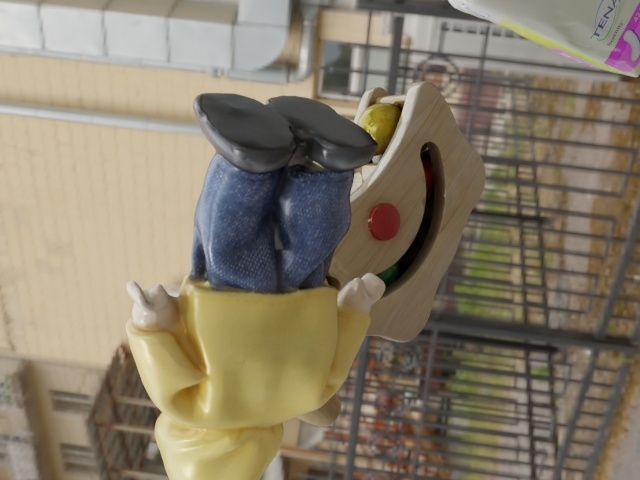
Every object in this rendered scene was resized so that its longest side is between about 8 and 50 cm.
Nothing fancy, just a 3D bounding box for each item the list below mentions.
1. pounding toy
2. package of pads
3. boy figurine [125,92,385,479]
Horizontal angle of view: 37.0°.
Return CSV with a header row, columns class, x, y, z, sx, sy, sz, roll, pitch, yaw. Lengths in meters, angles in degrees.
class,x,y,z,sx,sy,sz,roll,pitch,yaw
pounding toy,0.000,0.000,0.769,0.155,0.154,0.269,8,69,57
package of pads,0.271,-0.314,0.999,0.101,0.296,0.229,48,117,50
boy figurine,-0.040,0.054,0.605,0.092,0.177,0.285,45,132,46
